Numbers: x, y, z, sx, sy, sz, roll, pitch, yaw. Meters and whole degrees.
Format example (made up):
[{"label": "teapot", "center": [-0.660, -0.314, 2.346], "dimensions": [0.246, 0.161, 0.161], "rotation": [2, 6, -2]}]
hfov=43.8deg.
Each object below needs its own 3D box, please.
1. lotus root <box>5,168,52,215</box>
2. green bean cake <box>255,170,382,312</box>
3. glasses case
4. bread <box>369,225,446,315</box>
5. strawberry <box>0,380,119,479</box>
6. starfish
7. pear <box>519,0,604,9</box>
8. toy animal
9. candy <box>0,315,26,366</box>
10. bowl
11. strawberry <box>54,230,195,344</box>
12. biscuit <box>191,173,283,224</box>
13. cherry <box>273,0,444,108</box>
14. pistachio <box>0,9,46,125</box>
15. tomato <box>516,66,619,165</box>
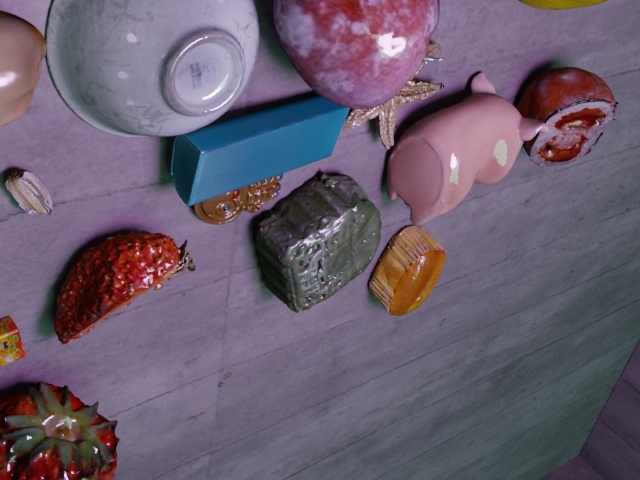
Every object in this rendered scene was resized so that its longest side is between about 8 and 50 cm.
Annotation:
[{"label": "lotus root", "center": [-0.400, -0.067, 1.091], "dimensions": [0.037, 0.030, 0.083], "rotation": [-14, 138, 8]}, {"label": "green bean cake", "center": [0.000, 0.000, 1.473], "dimensions": [0.227, 0.125, 0.222], "rotation": [-36, 143, -22]}, {"label": "glasses case", "center": [-0.094, -0.154, 1.260], "dimensions": [0.301, 0.070, 0.117], "rotation": [-25, 150, -38]}, {"label": "bread", "center": [0.195, 0.073, 1.740], "dimensions": [0.132, 0.114, 0.190], "rotation": [-2, 130, -46]}, {"label": "strawberry", "center": [-0.468, 0.386, 1.267], "dimensions": [0.288, 0.238, 0.250], "rotation": [-53, 164, 25]}, {"label": "starfish", "center": [0.127, -0.276, 1.404], "dimensions": [0.227, 0.043, 0.240], "rotation": [-31, 137, -23]}, {"label": "pear", "center": [0.413, -0.513, 1.307], "dimensions": [0.321, 0.269, 0.269], "rotation": [0, 124, -29]}, {"label": "toy animal", "center": [0.273, -0.165, 1.529], "dimensions": [0.256, 0.195, 0.213], "rotation": [-28, 147, -28]}, {"label": "candy", "center": [-0.510, 0.165, 1.188], "dimensions": [0.122, 0.038, 0.062], "rotation": [-22, 137, -29]}, {"label": "bowl", "center": [-0.182, -0.246, 1.045], "dimensions": [0.313, 0.146, 0.313], "rotation": [-26, 138, -27]}, {"label": "strawberry", "center": [-0.319, 0.054, 1.232], "dimensions": [0.236, 0.107, 0.175], "rotation": [-30, 177, -20]}, {"label": "biscuit", "center": [-0.136, -0.085, 1.335], "dimensions": [0.175, 0.026, 0.124], "rotation": [-17, 135, -33]}, {"label": "cherry", "center": [0.062, -0.314, 1.169], "dimensions": [0.285, 0.213, 0.236], "rotation": [16, 86, -27]}, {"label": "pistachio", "center": [-0.412, -0.186, 0.891], "dimensions": [0.215, 0.144, 0.144], "rotation": [-23, 137, -21]}, {"label": "tomato", "center": [0.501, -0.277, 1.674], "dimensions": [0.180, 0.155, 0.214], "rotation": [-7, 150, -20]}]
